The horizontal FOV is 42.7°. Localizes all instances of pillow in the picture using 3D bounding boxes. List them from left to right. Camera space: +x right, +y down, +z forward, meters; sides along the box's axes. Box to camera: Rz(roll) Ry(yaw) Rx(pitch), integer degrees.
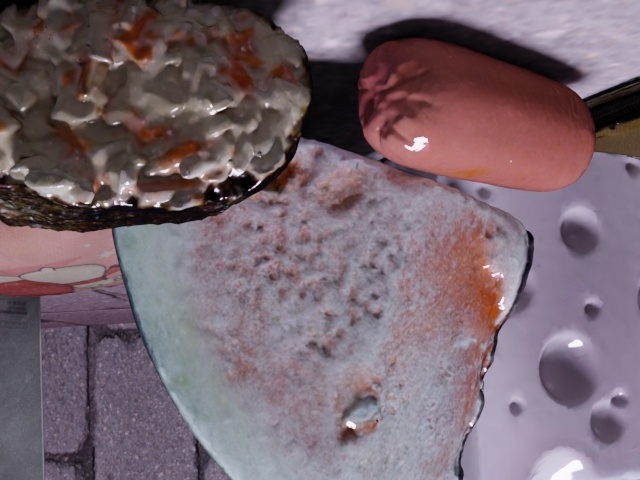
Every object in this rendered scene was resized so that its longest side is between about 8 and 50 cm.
[{"bbox_3d":[-0.198,-0.006,0.591,0.236,0.084,0.223,-9,170,15],"label":"pillow"}]

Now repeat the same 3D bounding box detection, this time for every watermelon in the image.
[{"bbox_3d":[0.000,0.000,0.463,0.213,0.320,0.289,-25,124,20],"label":"watermelon"}]

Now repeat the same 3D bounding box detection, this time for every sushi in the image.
[{"bbox_3d":[-0.081,-0.050,0.328,0.150,0.091,0.078,0,167,-10],"label":"sushi"}]

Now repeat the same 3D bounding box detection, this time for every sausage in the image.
[{"bbox_3d":[0.081,-0.060,0.409,0.154,0.062,0.062,5,168,-43],"label":"sausage"}]

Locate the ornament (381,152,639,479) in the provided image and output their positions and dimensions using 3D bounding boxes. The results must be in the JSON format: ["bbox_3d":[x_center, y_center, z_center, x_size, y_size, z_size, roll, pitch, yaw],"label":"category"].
[{"bbox_3d":[0.154,0.059,0.652,0.239,0.240,0.239,0,169,-22],"label":"ornament"}]

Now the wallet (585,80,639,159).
[{"bbox_3d":[0.237,-0.080,0.443,0.110,0.031,0.198,1,171,-28],"label":"wallet"}]

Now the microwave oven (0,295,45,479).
[{"bbox_3d":[-0.593,0.216,1.007,0.432,0.375,0.236,9,156,-40],"label":"microwave oven"}]
